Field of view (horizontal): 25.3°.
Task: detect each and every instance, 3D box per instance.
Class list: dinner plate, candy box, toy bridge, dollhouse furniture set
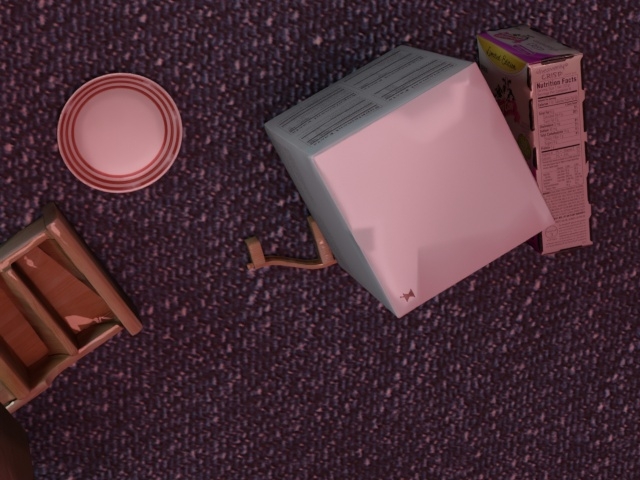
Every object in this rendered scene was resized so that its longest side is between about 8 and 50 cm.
[{"bbox_3d":[-0.227,-0.122,1.611,0.141,0.017,0.141,-5,111,-13],"label":"dinner plate"},{"bbox_3d":[0.249,-0.119,1.665,0.071,0.159,0.233,-12,112,-12],"label":"candy box"},{"bbox_3d":[0.000,0.000,1.715,0.188,0.026,0.063,-20,115,-8],"label":"toy bridge"},{"bbox_3d":[-0.316,0.157,1.485,0.256,0.394,0.362,-35,115,-1],"label":"dollhouse furniture set"}]

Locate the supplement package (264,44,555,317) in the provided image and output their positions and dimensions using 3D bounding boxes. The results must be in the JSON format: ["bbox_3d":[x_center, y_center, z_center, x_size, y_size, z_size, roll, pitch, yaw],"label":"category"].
[{"bbox_3d":[0.089,-0.075,1.563,0.198,0.262,0.199,-31,106,-5],"label":"supplement package"}]
